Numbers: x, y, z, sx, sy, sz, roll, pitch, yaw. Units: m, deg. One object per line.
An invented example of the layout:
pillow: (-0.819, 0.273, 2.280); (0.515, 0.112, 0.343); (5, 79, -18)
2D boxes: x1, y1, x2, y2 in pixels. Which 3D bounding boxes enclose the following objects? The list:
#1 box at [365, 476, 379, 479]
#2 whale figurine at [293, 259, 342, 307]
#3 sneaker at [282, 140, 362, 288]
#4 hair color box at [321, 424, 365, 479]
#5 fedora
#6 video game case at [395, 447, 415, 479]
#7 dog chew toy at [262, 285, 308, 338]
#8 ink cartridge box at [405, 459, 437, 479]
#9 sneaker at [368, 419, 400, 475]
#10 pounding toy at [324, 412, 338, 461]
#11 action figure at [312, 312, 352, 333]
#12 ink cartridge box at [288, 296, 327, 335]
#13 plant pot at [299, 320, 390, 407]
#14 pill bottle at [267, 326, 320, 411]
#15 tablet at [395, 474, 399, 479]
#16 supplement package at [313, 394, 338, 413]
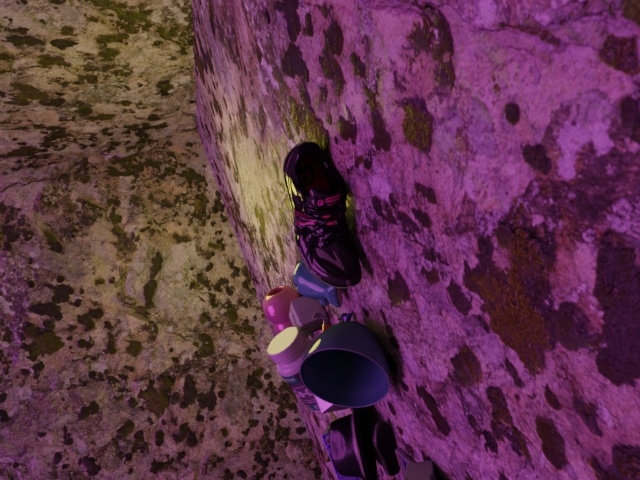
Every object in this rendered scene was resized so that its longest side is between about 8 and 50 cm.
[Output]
box: (0.216, 1.057, 2.182); (0.114, 0.036, 0.207); (120, 129, -67)
whale figurine: (-0.014, 0.167, 1.790); (0.272, 0.141, 0.217); (40, 145, 57)
sneaker: (0.000, -0.078, 1.435); (0.202, 0.185, 0.484); (141, 109, -75)
hair color box: (0.125, 1.065, 2.252); (0.185, 0.110, 0.339); (40, -152, -77)
fedora: (0.122, 0.828, 1.874); (0.334, 0.152, 0.335); (-14, -90, -81)
video game case: (0.342, 0.864, 1.634); (0.193, 0.023, 0.213); (8, 116, 70)
dog chew toy: (-0.163, 0.402, 2.410); (0.332, 0.206, 0.206); (67, 164, -16)
ink cartridge box: (0.326, 0.811, 1.420); (0.153, 0.086, 0.209); (-37, -69, -74)
sneaker: (0.226, 0.768, 1.774); (0.130, 0.087, 0.228); (18, 130, 61)
pounding toy: (0.092, 1.066, 2.504); (0.183, 0.109, 0.237); (137, 143, -83)
action figure: (0.085, 0.408, 1.814); (0.330, 0.178, 0.342); (38, 116, 49)
ink cartridge box: (-0.060, 0.340, 2.128); (0.176, 0.128, 0.128); (104, 143, -58)
plant pot: (0.092, 0.385, 1.554); (0.196, 0.289, 0.291); (-72, -19, -52)
pill bottle: (-0.065, 0.569, 2.075); (0.361, 0.204, 0.204); (54, 168, -19)
tablet: (0.289, 0.921, 1.876); (0.083, 0.006, 0.054); (-177, 69, -72)
supplement package: (0.070, 0.628, 1.915); (0.105, 0.179, 0.105); (-45, 56, 24)
